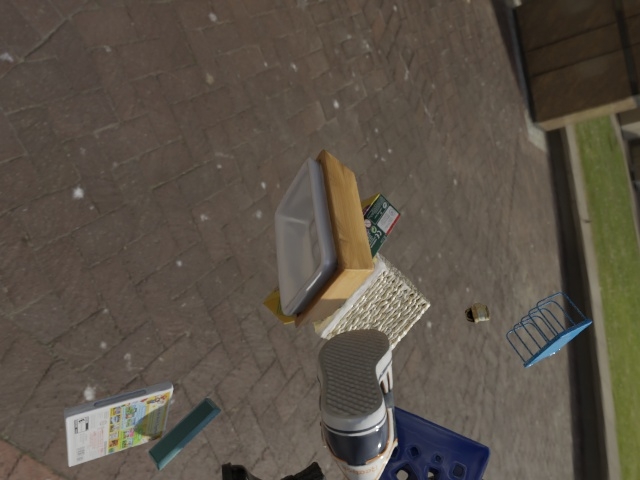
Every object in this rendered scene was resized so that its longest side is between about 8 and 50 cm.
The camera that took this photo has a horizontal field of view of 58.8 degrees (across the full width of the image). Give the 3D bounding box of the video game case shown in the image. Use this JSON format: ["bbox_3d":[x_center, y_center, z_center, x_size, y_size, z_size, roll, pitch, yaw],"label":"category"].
[{"bbox_3d":[-0.422,0.384,1.187,0.206,0.227,0.026,-9,51,-30],"label":"video game case"}]

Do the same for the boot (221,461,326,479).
[{"bbox_3d":[-0.112,0.685,1.561,0.131,0.260,0.348,-112,-177,-48],"label":"boot"}]

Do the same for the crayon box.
[{"bbox_3d":[0.031,0.057,1.643,0.106,0.313,0.363,44,57,-12],"label":"crayon box"}]

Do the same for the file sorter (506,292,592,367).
[{"bbox_3d":[0.577,0.228,1.460,0.118,0.170,0.104,-16,58,-27],"label":"file sorter"}]

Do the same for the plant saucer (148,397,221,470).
[{"bbox_3d":[-0.328,0.459,1.366,0.192,0.067,0.018,-41,128,-20],"label":"plant saucer"}]

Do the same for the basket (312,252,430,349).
[{"bbox_3d":[0.158,0.209,1.997,0.266,0.331,0.328,36,7,-15],"label":"basket"}]

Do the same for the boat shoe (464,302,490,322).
[{"bbox_3d":[0.391,0.185,1.444,0.135,0.045,0.050,80,-2,-80],"label":"boat shoe"}]

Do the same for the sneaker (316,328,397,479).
[{"bbox_3d":[0.056,0.249,0.897,0.321,0.126,0.127,-61,144,-74],"label":"sneaker"}]

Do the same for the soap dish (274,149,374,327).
[{"bbox_3d":[0.000,0.000,1.150,0.118,0.229,0.291,9,52,-24],"label":"soap dish"}]

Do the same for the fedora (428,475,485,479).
[{"bbox_3d":[0.332,0.759,1.431,0.334,0.334,0.152,-57,142,-47],"label":"fedora"}]

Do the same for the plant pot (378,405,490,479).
[{"bbox_3d":[0.159,0.444,1.038,0.212,0.236,0.236,-64,161,-19],"label":"plant pot"}]
